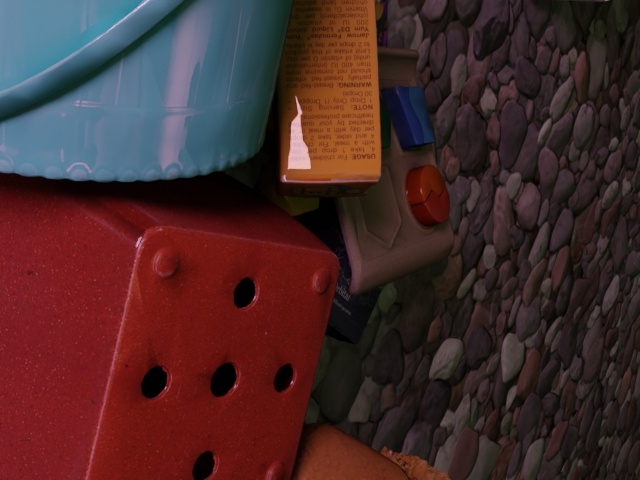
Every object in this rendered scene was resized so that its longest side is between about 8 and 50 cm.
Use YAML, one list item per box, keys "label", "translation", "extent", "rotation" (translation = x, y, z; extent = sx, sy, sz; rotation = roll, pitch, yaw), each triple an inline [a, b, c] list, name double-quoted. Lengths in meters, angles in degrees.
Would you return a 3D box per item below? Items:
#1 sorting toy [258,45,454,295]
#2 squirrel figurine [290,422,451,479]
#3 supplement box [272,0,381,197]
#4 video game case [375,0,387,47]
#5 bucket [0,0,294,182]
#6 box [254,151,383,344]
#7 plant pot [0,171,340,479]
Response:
- label: "sorting toy"
  translation: [0.046, -0.070, 0.760]
  extent: [0.307, 0.041, 0.229]
  rotation: [-16, 96, -56]
- label: "squirrel figurine"
  translation: [-0.018, 0.306, 0.746]
  extent: [0.397, 0.281, 0.371]
  rotation: [-24, 138, -61]
- label: "supplement box"
  translation: [0.000, -0.151, 0.611]
  extent: [0.078, 0.080, 0.234]
  rotation: [131, -45, -82]
- label: "video game case"
  translation: [-0.018, -0.233, 0.781]
  extent: [0.232, 0.041, 0.210]
  rotation: [-20, 116, -45]
- label: "bucket"
  translation: [-0.141, -0.159, 0.484]
  extent: [0.281, 0.281, 0.183]
  rotation: [-16, 122, -47]
- label: "box"
  translation: [0.000, 0.000, 0.843]
  extent: [0.156, 0.093, 0.158]
  rotation: [41, 69, -48]
- label: "plant pot"
  translation: [-0.143, 0.063, 0.578]
  extent: [0.267, 0.235, 0.267]
  rotation: [10, 95, -51]
